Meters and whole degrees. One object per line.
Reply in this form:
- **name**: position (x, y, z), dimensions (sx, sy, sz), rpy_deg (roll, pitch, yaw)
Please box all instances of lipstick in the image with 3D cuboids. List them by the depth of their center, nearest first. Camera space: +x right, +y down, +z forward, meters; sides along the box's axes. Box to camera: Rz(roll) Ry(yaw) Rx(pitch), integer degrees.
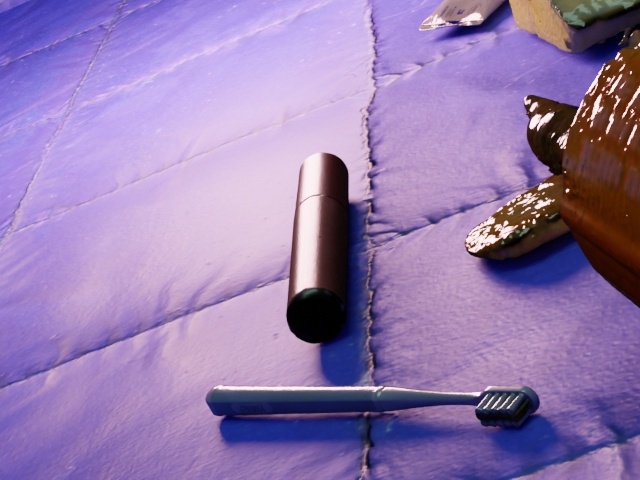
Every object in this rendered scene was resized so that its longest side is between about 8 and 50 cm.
- **lipstick**: position (0.000, 0.000, 1.782), dimensions (0.057, 0.057, 0.356), rpy_deg (-21, 21, 10)

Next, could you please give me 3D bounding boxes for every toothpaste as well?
- **toothpaste**: position (0.244, -0.355, 2.389), dimensions (0.100, 0.066, 0.323), rpy_deg (2, 37, 43)

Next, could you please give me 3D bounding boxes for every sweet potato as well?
- **sweet potato**: position (0.220, -0.085, 1.651), dimensions (0.067, 0.067, 0.274), rpy_deg (-24, 18, 2)

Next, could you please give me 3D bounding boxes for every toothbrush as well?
- **toothbrush**: position (0.031, 0.128, 1.473), dimensions (0.342, 0.025, 0.030), rpy_deg (-3, 32, 45)

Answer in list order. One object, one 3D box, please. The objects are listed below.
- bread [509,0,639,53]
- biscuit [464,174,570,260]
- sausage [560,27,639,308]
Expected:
- **bread**: position (0.339, -0.342, 2.070), dimensions (0.263, 0.198, 0.236), rpy_deg (-24, 26, -4)
- **biscuit**: position (0.236, -0.047, 1.666), dimensions (0.247, 0.029, 0.118), rpy_deg (-30, 14, -14)
- **sausage**: position (0.311, -0.019, 1.218), dimensions (0.233, 0.233, 0.287), rpy_deg (-26, 20, -4)
